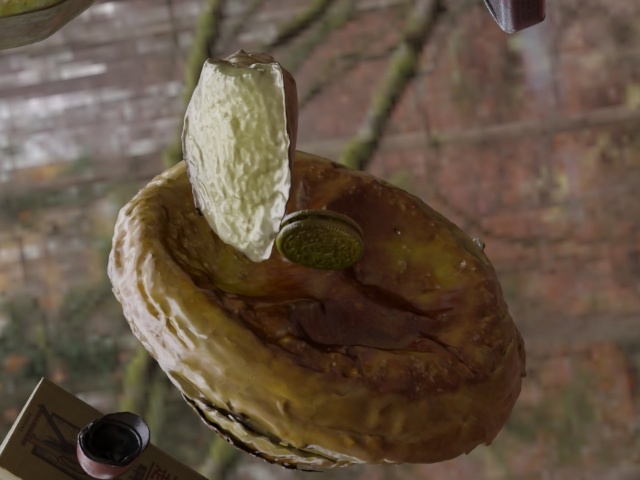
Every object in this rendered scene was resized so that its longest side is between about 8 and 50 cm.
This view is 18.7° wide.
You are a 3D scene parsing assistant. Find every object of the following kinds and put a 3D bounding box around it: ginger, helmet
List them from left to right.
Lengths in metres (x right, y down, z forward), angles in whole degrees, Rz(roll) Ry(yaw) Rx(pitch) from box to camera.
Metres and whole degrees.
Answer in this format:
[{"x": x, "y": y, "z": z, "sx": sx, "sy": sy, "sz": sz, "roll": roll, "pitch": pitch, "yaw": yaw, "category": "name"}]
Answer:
[{"x": -0.219, "y": 0.221, "z": 2.034, "sx": 0.084, "sy": 0.065, "sz": 0.049, "roll": -27, "pitch": -34, "yaw": -40, "category": "helmet"}, {"x": -0.062, "y": -0.083, "z": 1.799, "sx": 0.122, "sy": 0.115, "sz": 0.193, "roll": -42, "pitch": -44, "yaw": -66, "category": "ginger"}]

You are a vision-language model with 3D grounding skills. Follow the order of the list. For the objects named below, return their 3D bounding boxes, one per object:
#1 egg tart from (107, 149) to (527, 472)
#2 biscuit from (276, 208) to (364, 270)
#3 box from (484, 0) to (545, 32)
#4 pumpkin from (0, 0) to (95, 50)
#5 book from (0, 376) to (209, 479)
[{"x": -0.008, "y": 0.088, "z": 1.940, "sx": 0.443, "sy": 0.443, "sz": 0.178, "roll": -83, "pitch": 14, "yaw": -55, "category": "egg tart"}, {"x": 0.000, "y": 0.000, "z": 1.841, "sx": 0.084, "sy": 0.084, "sz": 0.023, "roll": 66, "pitch": -155, "yaw": -54, "category": "biscuit"}, {"x": 0.232, "y": -0.363, "z": 2.400, "sx": 0.224, "sy": 0.069, "sz": 0.120, "roll": 76, "pitch": 173, "yaw": -66, "category": "box"}, {"x": -0.315, "y": -0.310, "z": 1.676, "sx": 0.199, "sy": 0.332, "sz": 0.332, "roll": 139, "pitch": 126, "yaw": -70, "category": "pumpkin"}, {"x": -0.246, "y": 0.266, "z": 2.186, "sx": 0.026, "sy": 0.231, "sz": 0.161, "roll": -52, "pitch": 9, "yaw": 36, "category": "book"}]
